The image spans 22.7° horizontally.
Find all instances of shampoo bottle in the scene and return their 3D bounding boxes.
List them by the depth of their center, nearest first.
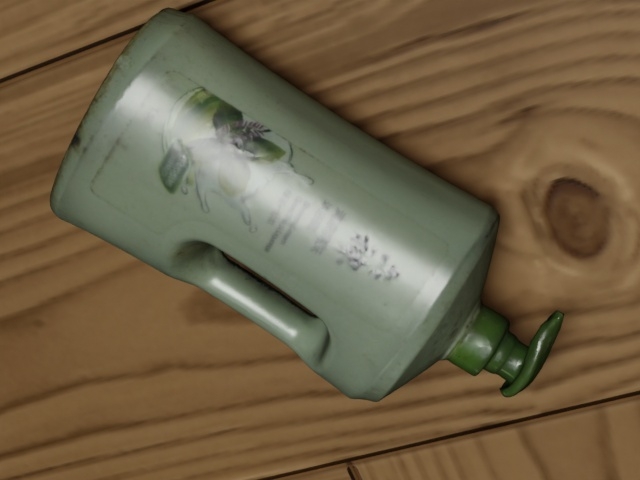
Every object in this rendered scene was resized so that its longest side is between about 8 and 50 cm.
[{"bbox_3d":[0.000,0.000,0.735,0.234,0.087,0.118,32,117,2],"label":"shampoo bottle"}]
